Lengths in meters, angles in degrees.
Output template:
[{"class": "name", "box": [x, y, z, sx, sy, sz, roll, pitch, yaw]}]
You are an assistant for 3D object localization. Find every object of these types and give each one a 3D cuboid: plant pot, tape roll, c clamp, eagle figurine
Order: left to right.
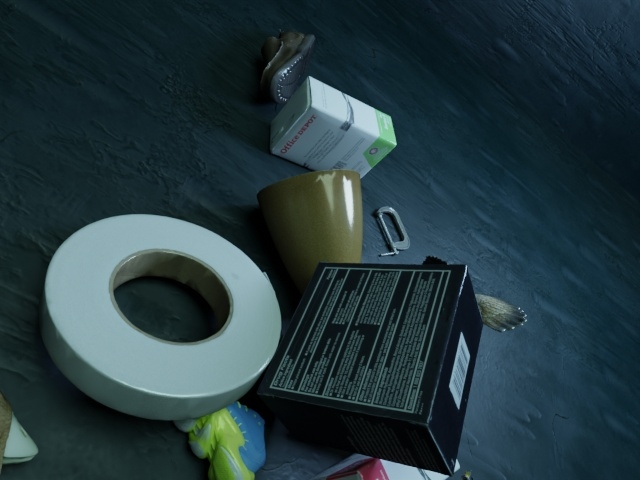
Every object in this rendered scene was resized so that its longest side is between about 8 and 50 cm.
[{"class": "tape roll", "box": [-0.253, 0.110, 0.863, 0.391, 0.072, 0.392, 22, 34, -16]}, {"class": "plant pot", "box": [0.000, 0.000, 1.132, 0.237, 0.237, 0.255, -5, 79, -42]}, {"class": "c clamp", "box": [0.198, -0.029, 1.444, 0.137, 0.022, 0.161, 3, 60, -38]}, {"class": "eagle figurine", "box": [0.291, 0.151, 1.191, 0.226, 0.298, 0.225, -16, 72, -45]}]

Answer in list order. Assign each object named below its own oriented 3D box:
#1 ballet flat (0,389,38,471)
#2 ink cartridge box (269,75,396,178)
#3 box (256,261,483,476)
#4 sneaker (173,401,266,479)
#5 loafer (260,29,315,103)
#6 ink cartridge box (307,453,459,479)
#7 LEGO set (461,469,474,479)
[{"class": "ballet flat", "box": [-0.424, 0.313, 0.637, 0.124, 0.116, 0.343, 28, 44, -50]}, {"class": "ink cartridge box", "box": [0.029, -0.279, 1.349, 0.272, 0.198, 0.115, 18, 51, -30]}, {"class": "box", "box": [0.100, 0.200, 0.890, 0.296, 0.293, 0.183, -63, 141, -37]}, {"class": "sneaker", "box": [-0.172, 0.303, 0.875, 0.126, 0.091, 0.240, -2, 61, -61]}, {"class": "loafer", "box": [-0.115, -0.501, 1.460, 0.130, 0.134, 0.366, 18, 37, 0]}, {"class": "ink cartridge box", "box": [0.114, 0.432, 0.940, 0.237, 0.172, 0.100, -9, 69, -43]}, {"class": "LEGO set", "box": [0.245, 0.543, 0.837, 0.191, 0.331, 0.255, -13, 56, -7]}]
